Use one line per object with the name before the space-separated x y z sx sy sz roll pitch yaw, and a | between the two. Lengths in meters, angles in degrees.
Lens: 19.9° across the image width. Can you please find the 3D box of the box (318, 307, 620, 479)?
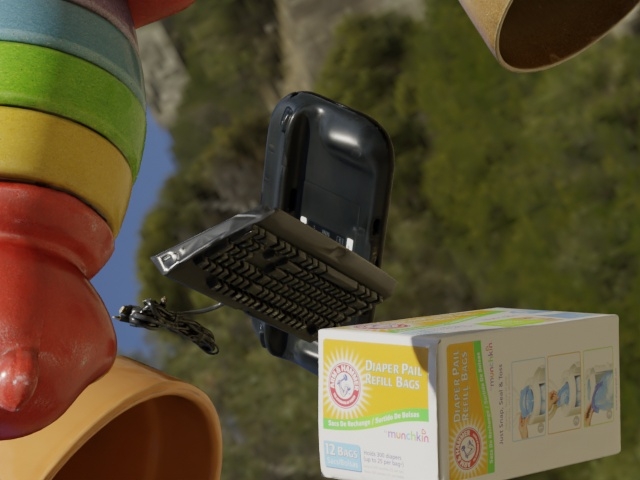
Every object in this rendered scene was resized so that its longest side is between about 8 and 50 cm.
box | 0.105 0.106 1.265 0.203 0.114 0.103 -4 -86 -47

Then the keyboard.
keyboard | -0.064 0.054 1.692 0.317 0.201 0.033 31 -144 -62

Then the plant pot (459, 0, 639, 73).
plant pot | 0.192 -0.336 1.805 0.254 0.237 0.237 51 -174 25

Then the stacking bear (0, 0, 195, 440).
stacking bear | -0.166 -0.031 0.977 0.164 0.175 0.289 23 -125 -39

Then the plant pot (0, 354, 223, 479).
plant pot | -0.235 0.191 1.284 0.203 0.291 0.291 25 177 23

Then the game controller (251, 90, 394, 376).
game controller | 0.000 0.000 2.001 0.067 0.166 0.319 -27 -49 -50
